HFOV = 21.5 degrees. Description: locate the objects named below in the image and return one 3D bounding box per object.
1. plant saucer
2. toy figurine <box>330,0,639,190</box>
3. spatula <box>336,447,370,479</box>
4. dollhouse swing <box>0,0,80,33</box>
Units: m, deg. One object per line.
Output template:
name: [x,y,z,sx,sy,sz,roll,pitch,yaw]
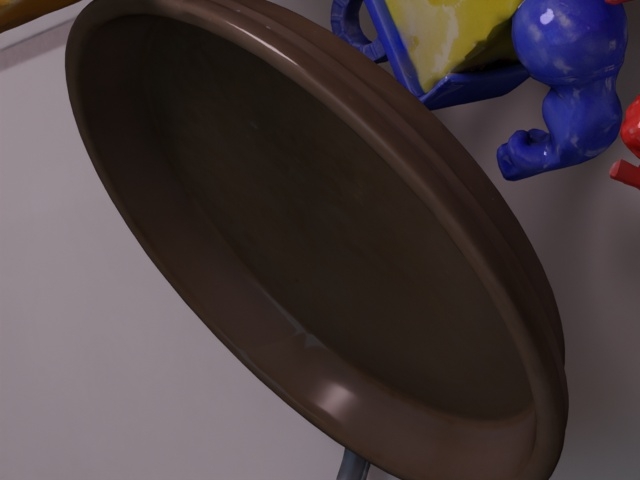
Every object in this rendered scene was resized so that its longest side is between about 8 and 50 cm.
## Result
plant saucer: [0.000,0.000,0.719,0.278,0.041,0.278,37,156,20]
toy figurine: [0.038,-0.145,0.637,0.217,0.191,0.362,-36,77,53]
spatula: [0.017,0.094,0.861,0.084,0.030,0.296,20,119,38]
dollhouse swing: [-0.097,-0.306,0.597,0.305,0.347,0.315,46,134,12]
